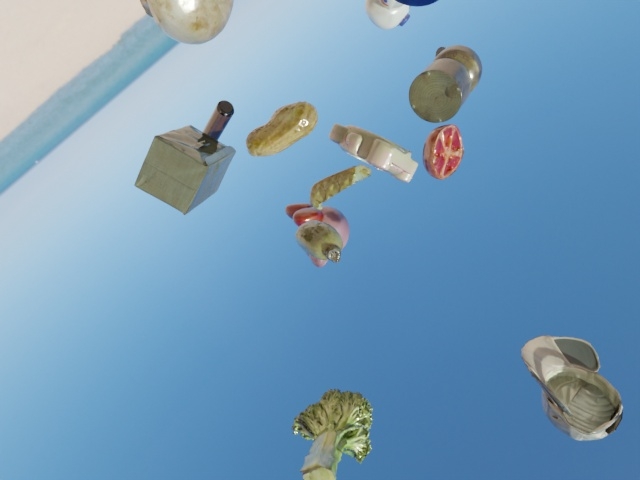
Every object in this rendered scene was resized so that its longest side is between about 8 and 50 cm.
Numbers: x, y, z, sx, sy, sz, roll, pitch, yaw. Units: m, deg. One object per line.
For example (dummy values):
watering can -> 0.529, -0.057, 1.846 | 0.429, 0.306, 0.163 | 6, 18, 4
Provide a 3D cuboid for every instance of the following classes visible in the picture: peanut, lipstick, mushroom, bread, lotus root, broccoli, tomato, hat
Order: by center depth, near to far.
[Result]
lotus root -> 0.000, -0.001, 1.097 | 0.090, 0.077, 0.183 | -35, -151, -10
hat -> 0.636, 0.384, 1.184 | 0.232, 0.275, 0.161 | -31, 163, -38
peanut -> -0.110, -0.310, 1.267 | 0.226, 0.095, 0.108 | -32, -116, 9
tomato -> 0.332, -0.253, 1.273 | 0.069, 0.155, 0.155 | 19, -117, 43
mushroom -> -0.411, -0.722, 1.303 | 0.290, 0.297, 0.297 | 12, -127, 26
broccoli -> 0.051, 0.592, 1.329 | 0.252, 0.221, 0.361 | -3, -174, -8
lipstick -> -0.356, -0.336, 1.461 | 0.357, 0.057, 0.057 | -32, -157, 57
bread -> 0.054, -0.185, 1.515 | 0.232, 0.088, 0.128 | -27, -169, 40

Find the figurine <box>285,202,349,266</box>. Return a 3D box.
figurine -> 0.009, -0.053, 1.869 | 0.211, 0.261, 0.270 | -26, -164, -6

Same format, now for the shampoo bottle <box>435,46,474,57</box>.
shampoo bottle -> 0.555, -0.762, 1.857 | 0.208, 0.057, 0.064 | -18, -157, -39

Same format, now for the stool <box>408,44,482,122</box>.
stool -> 0.429, -0.536, 1.544 | 0.179, 0.179, 0.264 | -12, -151, 42

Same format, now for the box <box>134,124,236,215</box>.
box -> -0.346, -0.196, 1.195 | 0.155, 0.149, 0.231 | -58, -175, 22

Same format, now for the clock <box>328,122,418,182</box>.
clock -> 0.200, -0.344, 1.745 | 0.309, 0.284, 0.114 | 32, -77, 32

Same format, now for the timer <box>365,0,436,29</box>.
timer -> 0.225, -0.724, 1.245 | 0.270, 0.270, 0.383 | -46, -174, -10
